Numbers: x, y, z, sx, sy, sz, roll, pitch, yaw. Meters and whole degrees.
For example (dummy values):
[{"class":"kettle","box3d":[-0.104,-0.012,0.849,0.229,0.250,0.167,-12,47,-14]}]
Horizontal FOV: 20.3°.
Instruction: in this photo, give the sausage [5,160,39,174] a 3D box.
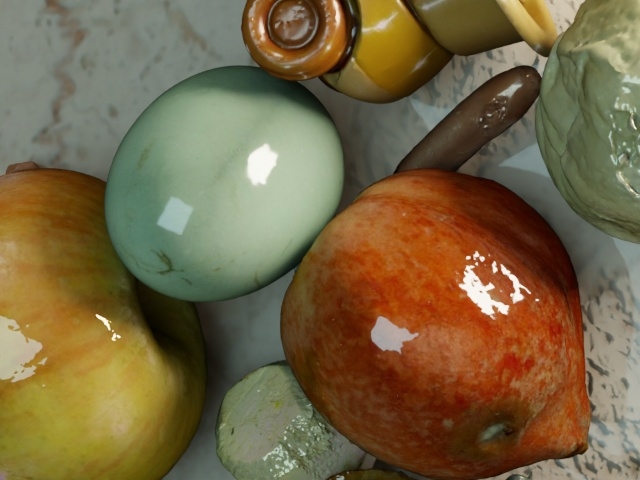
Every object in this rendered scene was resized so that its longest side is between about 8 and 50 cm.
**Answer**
[{"class":"sausage","box3d":[-0.261,-0.028,1.579,0.034,0.034,0.083,0,94,20]}]

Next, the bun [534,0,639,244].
[{"class":"bun","box3d":[0.226,-0.108,1.295,0.134,0.220,0.220,9,96,9]}]

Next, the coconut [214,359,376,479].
[{"class":"coconut","box3d":[-0.015,0.167,1.458,0.116,0.122,0.116,-22,48,26]}]

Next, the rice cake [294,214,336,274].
[{"class":"rice cake","box3d":[0.000,0.000,1.484,0.047,0.036,0.206,-16,87,26]}]

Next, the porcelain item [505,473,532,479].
[{"class":"porcelain item","box3d":[0.235,0.228,1.354,0.216,0.069,0.081,18,118,-4]}]

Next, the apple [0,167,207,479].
[{"class":"apple","box3d":[-0.226,0.087,1.446,0.233,0.286,0.286,-22,85,14]}]

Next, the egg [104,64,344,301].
[{"class":"egg","box3d":[-0.073,-0.043,1.372,0.168,0.231,0.168,12,121,21]}]

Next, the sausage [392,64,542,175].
[{"class":"sausage","box3d":[0.109,-0.079,1.392,0.043,0.043,0.186,57,141,9]}]

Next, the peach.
[{"class":"peach","box3d":[0.100,0.077,1.355,0.257,0.232,0.232,34,103,10]}]

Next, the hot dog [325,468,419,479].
[{"class":"hot dog","box3d":[0.097,0.284,1.378,0.259,0.114,0.175,25,95,-6]}]

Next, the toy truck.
[{"class":"toy truck","box3d":[0.034,-0.230,1.371,0.212,0.204,0.288,-27,81,16]}]
